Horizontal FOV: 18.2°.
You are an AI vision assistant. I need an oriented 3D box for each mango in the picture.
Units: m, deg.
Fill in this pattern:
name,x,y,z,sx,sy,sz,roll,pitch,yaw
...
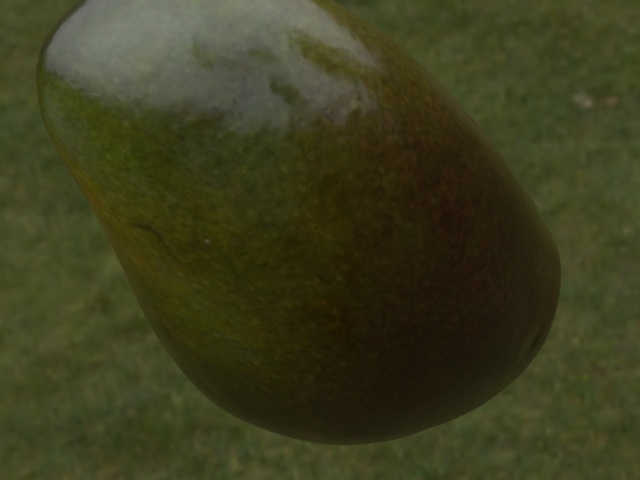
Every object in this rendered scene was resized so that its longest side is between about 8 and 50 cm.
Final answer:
name,x,y,z,sx,sy,sz,roll,pitch,yaw
mango,0.000,0.000,0.683,0.133,0.267,0.111,-37,51,11
